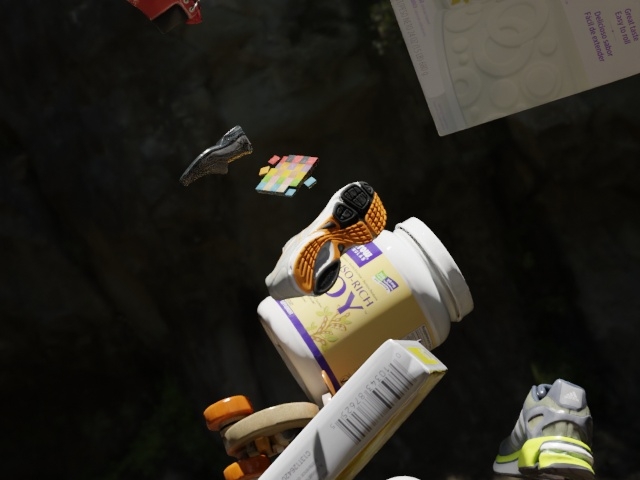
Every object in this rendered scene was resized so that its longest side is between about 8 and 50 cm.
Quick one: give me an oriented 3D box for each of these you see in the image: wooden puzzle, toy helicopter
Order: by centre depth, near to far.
[{"bbox_3d":[-0.033,-0.063,1.150,0.083,0.049,0.006,9,-37,44],"label":"wooden puzzle"},{"bbox_3d":[-0.016,0.322,2.054,0.235,0.140,0.355,-32,-25,23],"label":"toy helicopter"}]

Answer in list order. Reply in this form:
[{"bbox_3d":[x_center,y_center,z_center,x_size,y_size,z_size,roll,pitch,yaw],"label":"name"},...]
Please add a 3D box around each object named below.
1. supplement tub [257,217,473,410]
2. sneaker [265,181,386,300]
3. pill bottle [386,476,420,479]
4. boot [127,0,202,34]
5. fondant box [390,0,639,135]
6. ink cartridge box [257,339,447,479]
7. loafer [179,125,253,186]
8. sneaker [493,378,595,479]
[{"bbox_3d":[0.081,0.131,2.119,0.331,0.241,0.241,-33,-12,-8],"label":"supplement tub"},{"bbox_3d":[0.000,0.000,1.854,0.121,0.099,0.262,-20,19,46],"label":"sneaker"},{"bbox_3d":[0.159,0.382,1.385,0.169,0.169,0.301,-11,12,-24],"label":"pill bottle"},{"bbox_3d":[-0.239,-0.480,2.058,0.244,0.176,0.088,-42,12,27],"label":"boot"},{"bbox_3d":[0.286,-0.315,1.665,0.330,0.238,0.096,-17,17,17],"label":"fondant box"},{"bbox_3d":[0.020,0.240,1.339,0.303,0.072,0.307,-49,-14,4],"label":"ink cartridge box"},{"bbox_3d":[-0.204,-0.156,2.336,0.170,0.061,0.062,-41,5,-20],"label":"loafer"},{"bbox_3d":[0.298,0.252,1.531,0.111,0.121,0.300,13,-13,-1],"label":"sneaker"}]
